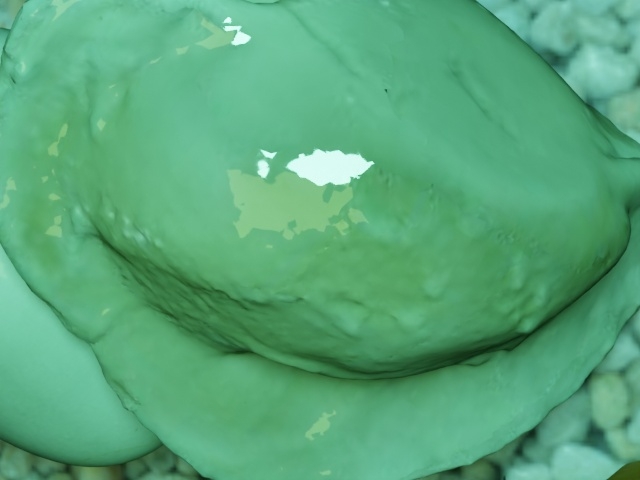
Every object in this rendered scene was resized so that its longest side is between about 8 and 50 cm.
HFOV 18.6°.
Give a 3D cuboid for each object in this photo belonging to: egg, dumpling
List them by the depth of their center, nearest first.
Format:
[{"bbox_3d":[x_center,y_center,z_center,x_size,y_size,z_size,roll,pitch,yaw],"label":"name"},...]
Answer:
[{"bbox_3d":[0.008,-0.022,0.955,0.321,0.212,0.270,32,73,5],"label":"dumpling"},{"bbox_3d":[-0.160,0.006,1.069,0.183,0.183,0.264,-23,106,23],"label":"egg"}]

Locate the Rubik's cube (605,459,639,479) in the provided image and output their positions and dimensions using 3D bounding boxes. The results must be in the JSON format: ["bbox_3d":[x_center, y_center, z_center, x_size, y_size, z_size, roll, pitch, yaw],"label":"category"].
[{"bbox_3d":[0.277,0.233,0.911,0.292,0.291,0.290,-19,88,22],"label":"Rubik's cube"}]
